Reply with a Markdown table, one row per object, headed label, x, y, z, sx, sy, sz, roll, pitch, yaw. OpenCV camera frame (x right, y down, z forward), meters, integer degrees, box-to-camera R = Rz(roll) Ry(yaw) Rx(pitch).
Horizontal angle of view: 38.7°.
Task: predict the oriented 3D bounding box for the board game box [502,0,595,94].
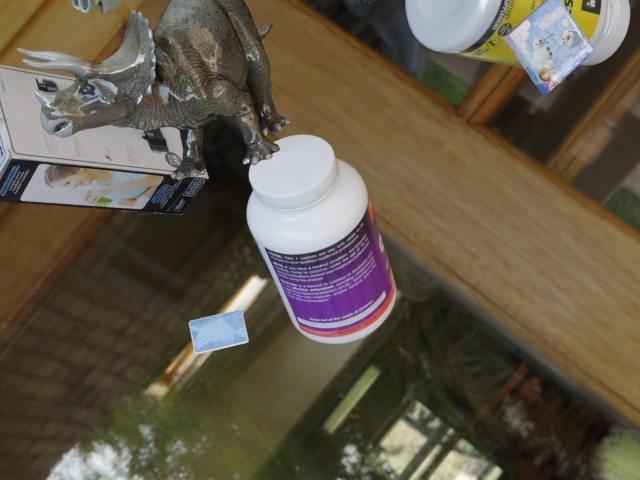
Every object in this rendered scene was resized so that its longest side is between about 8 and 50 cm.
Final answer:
| label | x | y | z | sx | sy | sz | roll | pitch | yaw |
| --- | --- | --- | --- | --- | --- | --- | --- | --- | --- |
| board game box | 0.289 | -0.247 | 1.148 | 0.090 | 0.090 | 0.020 | 50 | 165 | -11 |

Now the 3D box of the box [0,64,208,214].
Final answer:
| label | x | y | z | sx | sy | sz | roll | pitch | yaw |
| --- | --- | --- | --- | --- | --- | --- | --- | --- | --- |
| box | -0.315 | -0.132 | 1.235 | 0.290 | 0.087 | 0.169 | 3 | -129 | -42 |

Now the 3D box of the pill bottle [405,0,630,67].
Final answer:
| label | x | y | z | sx | sy | sz | roll | pitch | yaw |
| --- | --- | --- | --- | --- | --- | --- | --- | --- | --- |
| pill bottle | 0.310 | -0.359 | 1.384 | 0.334 | 0.187 | 0.188 | 1 | -158 | -35 |

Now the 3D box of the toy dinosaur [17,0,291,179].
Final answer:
| label | x | y | z | sx | sy | sz | roll | pitch | yaw |
| --- | --- | --- | --- | --- | --- | --- | --- | --- | --- |
| toy dinosaur | -0.094 | -0.157 | 0.787 | 0.121 | 0.313 | 0.160 | -2 | 123 | 35 |

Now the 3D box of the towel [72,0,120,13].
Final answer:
| label | x | y | z | sx | sy | sz | roll | pitch | yaw |
| --- | --- | --- | --- | --- | --- | --- | --- | --- | --- |
| towel | -0.389 | -0.656 | 1.750 | 0.090 | 0.374 | 0.320 | 14 | 138 | 18 |

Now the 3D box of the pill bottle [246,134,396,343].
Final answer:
| label | x | y | z | sx | sy | sz | roll | pitch | yaw |
| --- | --- | --- | --- | --- | --- | --- | --- | --- | --- |
| pill bottle | 0.000 | 0.000 | 1.375 | 0.181 | 0.181 | 0.323 | 37 | 158 | 40 |

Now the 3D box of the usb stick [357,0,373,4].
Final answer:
| label | x | y | z | sx | sy | sz | roll | pitch | yaw |
| --- | --- | --- | --- | --- | --- | --- | --- | --- | --- |
| usb stick | 0.088 | -0.449 | 1.261 | 0.045 | 0.077 | 0.278 | 4 | 147 | -9 |

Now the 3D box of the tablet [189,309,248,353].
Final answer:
| label | x | y | z | sx | sy | sz | roll | pitch | yaw |
| --- | --- | --- | --- | --- | --- | --- | --- | --- | --- |
| tablet | -0.155 | 0.139 | 1.384 | 0.006 | 0.083 | 0.054 | 90 | 167 | -69 |
